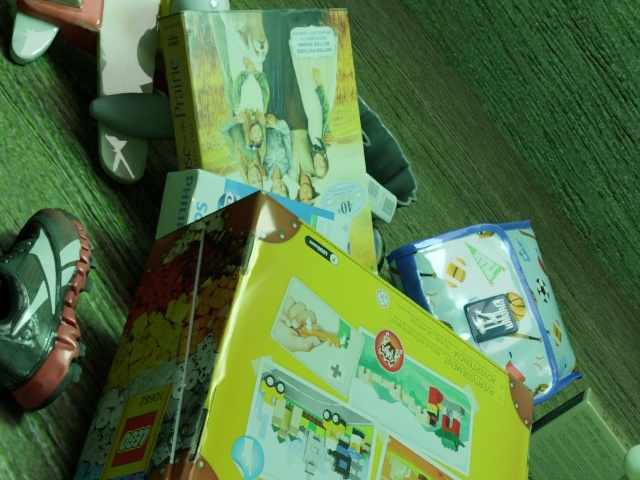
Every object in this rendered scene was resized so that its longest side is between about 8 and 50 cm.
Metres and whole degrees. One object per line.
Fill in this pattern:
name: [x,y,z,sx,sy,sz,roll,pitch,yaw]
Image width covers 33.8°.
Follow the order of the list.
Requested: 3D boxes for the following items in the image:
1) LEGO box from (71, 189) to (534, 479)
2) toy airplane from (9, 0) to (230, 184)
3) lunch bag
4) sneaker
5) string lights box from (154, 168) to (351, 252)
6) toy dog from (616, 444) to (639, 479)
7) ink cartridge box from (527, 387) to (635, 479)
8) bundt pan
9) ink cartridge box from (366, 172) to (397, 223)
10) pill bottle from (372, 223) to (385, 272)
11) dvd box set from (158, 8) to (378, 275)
LEGO box: [0.009,0.243,1.184,0.500,0.193,0.372,37,50,-30]
toy airplane: [-0.257,-0.323,1.542,0.384,0.272,0.386,-44,112,-45]
lunch bag: [0.280,0.143,1.839,0.385,0.239,0.328,-5,74,-58]
sneaker: [-0.320,0.046,1.133,0.135,0.097,0.276,38,29,-33]
string lights box: [-0.086,0.004,1.382,0.259,0.077,0.133,17,79,-39]
toy dog: [0.495,0.515,1.690,0.408,0.395,0.284,17,26,-24]
ink cartridge box: [0.480,0.418,1.911,0.235,0.193,0.088,53,20,2]
bundt pan: [0.036,-0.166,2.033,0.331,0.124,0.331,40,26,-24]
ink cartridge box: [-0.004,-0.092,1.739,0.224,0.056,0.181,17,-4,22]
pill bottle: [0.000,0.000,1.736,0.219,0.123,0.123,21,38,-48]
dvd box set: [-0.063,-0.114,1.496,0.307,0.062,0.420,-11,97,-41]
